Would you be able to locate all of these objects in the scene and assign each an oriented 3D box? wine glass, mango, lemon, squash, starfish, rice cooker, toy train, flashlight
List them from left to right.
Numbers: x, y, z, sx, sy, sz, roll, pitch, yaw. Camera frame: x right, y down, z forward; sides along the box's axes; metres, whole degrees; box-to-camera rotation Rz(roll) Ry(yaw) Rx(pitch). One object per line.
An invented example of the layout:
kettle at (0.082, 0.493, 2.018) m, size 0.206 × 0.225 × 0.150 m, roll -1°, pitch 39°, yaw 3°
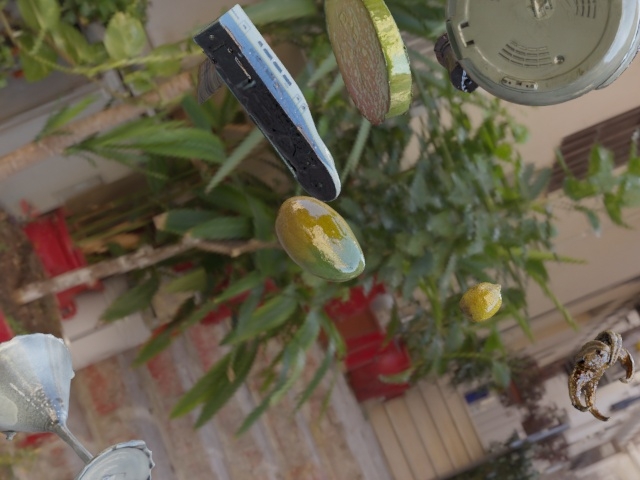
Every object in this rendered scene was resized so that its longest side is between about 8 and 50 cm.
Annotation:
wine glass at (-0.241, 0.179, 0.923) m, size 0.183 × 0.122 × 0.122 m, roll 32°, pitch -25°, yaw 36°
toy train at (-0.046, -0.145, 1.071) m, size 0.234 × 0.052 × 0.051 m, roll 52°, pitch 45°, yaw -16°
mango at (0.000, 0.000, 1.813) m, size 0.195 × 0.130 × 0.092 m, roll 37°, pitch -34°, yaw -4°
squash at (0.065, -0.273, 1.367) m, size 0.219 × 0.041 × 0.219 m, roll 159°, pitch -90°, yaw -77°
flashlight at (0.291, -0.368, 2.022) m, size 0.232 × 0.093 × 0.093 m, roll -91°, pitch 162°, yaw -62°
lemon at (0.369, 0.139, 2.221) m, size 0.082 × 0.111 × 0.082 m, roll 55°, pitch -1°, yaw 1°
rice cooker at (0.394, -0.388, 1.665) m, size 0.335 × 0.335 × 0.325 m, roll 68°, pitch 24°, yaw -4°
starfish at (0.455, 0.218, 1.605) m, size 0.074 × 0.146 × 0.190 m, roll 34°, pitch -9°, yaw 37°

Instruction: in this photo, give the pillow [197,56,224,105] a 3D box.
pillow at (-0.228, -0.381, 2.155) m, size 0.203 × 0.038 × 0.113 m, roll -27°, pitch -124°, yaw 57°
